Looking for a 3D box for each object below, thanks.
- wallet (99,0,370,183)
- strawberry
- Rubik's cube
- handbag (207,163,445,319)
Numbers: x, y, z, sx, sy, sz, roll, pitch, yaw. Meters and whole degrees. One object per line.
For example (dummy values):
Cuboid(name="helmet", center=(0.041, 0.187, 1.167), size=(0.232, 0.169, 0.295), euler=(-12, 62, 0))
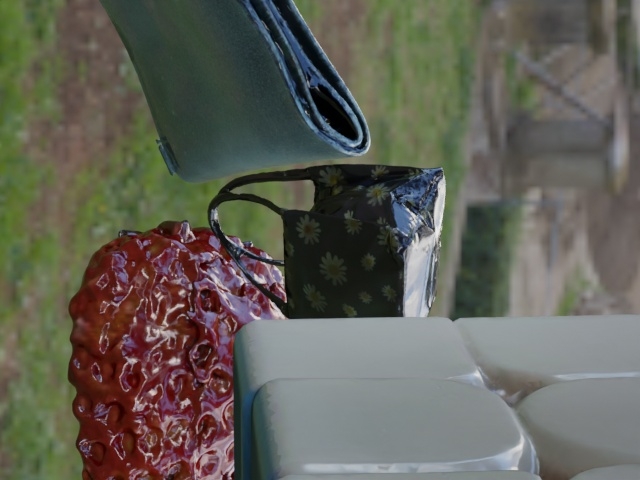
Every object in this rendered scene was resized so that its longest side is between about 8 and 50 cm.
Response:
Cuboid(name="wallet", center=(-0.102, -0.173, 1.398), size=(0.054, 0.251, 0.290), euler=(-37, 105, -26))
Cuboid(name="strawberry", center=(-0.076, 0.102, 1.241), size=(0.190, 0.111, 0.236), euler=(29, 60, -50))
Cuboid(name="Rubik's cube", center=(0.113, 0.201, 0.703), size=(0.291, 0.291, 0.290), euler=(-118, -151, -75))
Cuboid(name="handbag", center=(0.000, 0.000, 1.054), size=(0.115, 0.139, 0.072), euler=(89, 26, -46))
